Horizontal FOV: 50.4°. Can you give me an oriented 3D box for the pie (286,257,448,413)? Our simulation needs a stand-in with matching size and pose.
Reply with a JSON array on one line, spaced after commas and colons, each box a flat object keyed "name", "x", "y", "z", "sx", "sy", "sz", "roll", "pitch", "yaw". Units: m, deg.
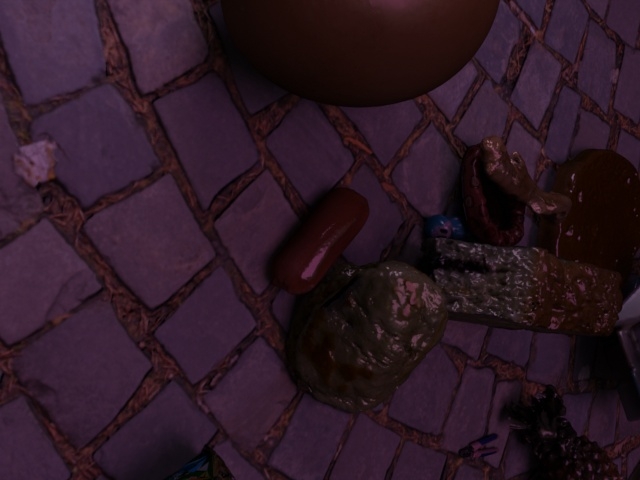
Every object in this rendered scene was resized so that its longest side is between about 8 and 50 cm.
[{"name": "pie", "x": 0.061, "y": 0.135, "z": 0.991, "sx": 0.201, "sy": 0.090, "sz": 0.248, "roll": 38, "pitch": 102, "yaw": -3}]

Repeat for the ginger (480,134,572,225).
[{"name": "ginger", "x": 0.365, "y": -0.100, "z": 1.207, "sx": 0.288, "sy": 0.075, "sz": 0.089, "roll": 26, "pitch": 57, "yaw": -38}]

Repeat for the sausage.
[{"name": "sausage", "x": 0.000, "y": 0.000, "z": 1.003, "sx": 0.194, "sy": 0.077, "sz": 0.077, "roll": -52, "pitch": 122, "yaw": -20}]

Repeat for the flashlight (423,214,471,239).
[{"name": "flashlight", "x": 0.235, "y": -0.024, "z": 1.202, "sx": 0.129, "sy": 0.051, "sz": 0.051, "roll": -8, "pitch": 100, "yaw": -42}]

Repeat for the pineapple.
[{"name": "pineapple", "x": 0.510, "y": 0.441, "z": 1.394, "sx": 0.175, "sy": 0.175, "sz": 0.361, "roll": -40, "pitch": 114, "yaw": -28}]

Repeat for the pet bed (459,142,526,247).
[{"name": "pet bed", "x": 0.312, "y": -0.077, "z": 1.229, "sx": 0.201, "sy": 0.053, "sz": 0.201, "roll": 10, "pitch": 76, "yaw": -47}]

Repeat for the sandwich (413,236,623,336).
[{"name": "sandwich", "x": 0.298, "y": 0.079, "z": 1.125, "sx": 0.325, "sy": 0.262, "sz": 0.131, "roll": 12, "pitch": 82, "yaw": -38}]

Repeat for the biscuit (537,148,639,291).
[{"name": "biscuit", "x": 0.582, "y": -0.008, "z": 1.456, "sx": 0.359, "sy": 0.074, "sz": 0.381, "roll": 20, "pitch": 85, "yaw": -36}]

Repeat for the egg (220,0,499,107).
[{"name": "egg", "x": 0.054, "y": -0.323, "z": 0.866, "sx": 0.374, "sy": 0.301, "sz": 0.301, "roll": -11, "pitch": 102, "yaw": -33}]

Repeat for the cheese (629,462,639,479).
[{"name": "cheese", "x": 0.850, "y": 0.589, "z": 1.753, "sx": 0.400, "sy": 0.034, "sz": 0.085, "roll": -43, "pitch": 114, "yaw": -27}]

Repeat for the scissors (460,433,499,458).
[{"name": "scissors", "x": 0.312, "y": 0.406, "z": 1.326, "sx": 0.113, "sy": 0.012, "sz": 0.039, "roll": -3, "pitch": 96, "yaw": -38}]

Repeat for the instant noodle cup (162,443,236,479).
[{"name": "instant noodle cup", "x": -0.170, "y": 0.397, "z": 0.833, "sx": 0.178, "sy": 0.240, "sz": 0.240, "roll": -24, "pitch": 109, "yaw": -25}]

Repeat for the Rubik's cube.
[{"name": "Rubik's cube", "x": 0.787, "y": 0.212, "z": 1.455, "sx": 0.387, "sy": 0.368, "sz": 0.358, "roll": 6, "pitch": 61, "yaw": -33}]
